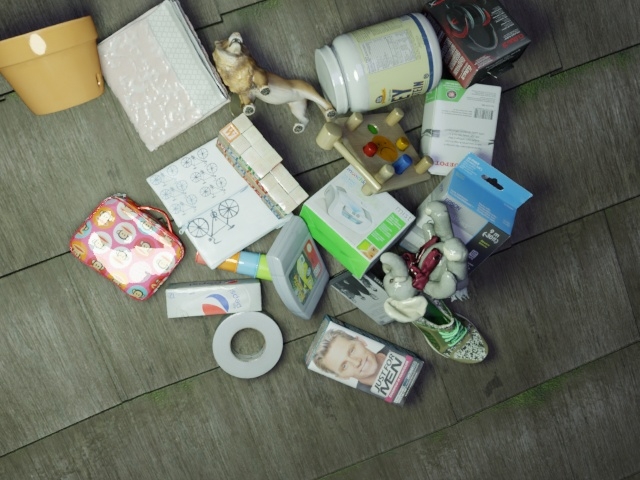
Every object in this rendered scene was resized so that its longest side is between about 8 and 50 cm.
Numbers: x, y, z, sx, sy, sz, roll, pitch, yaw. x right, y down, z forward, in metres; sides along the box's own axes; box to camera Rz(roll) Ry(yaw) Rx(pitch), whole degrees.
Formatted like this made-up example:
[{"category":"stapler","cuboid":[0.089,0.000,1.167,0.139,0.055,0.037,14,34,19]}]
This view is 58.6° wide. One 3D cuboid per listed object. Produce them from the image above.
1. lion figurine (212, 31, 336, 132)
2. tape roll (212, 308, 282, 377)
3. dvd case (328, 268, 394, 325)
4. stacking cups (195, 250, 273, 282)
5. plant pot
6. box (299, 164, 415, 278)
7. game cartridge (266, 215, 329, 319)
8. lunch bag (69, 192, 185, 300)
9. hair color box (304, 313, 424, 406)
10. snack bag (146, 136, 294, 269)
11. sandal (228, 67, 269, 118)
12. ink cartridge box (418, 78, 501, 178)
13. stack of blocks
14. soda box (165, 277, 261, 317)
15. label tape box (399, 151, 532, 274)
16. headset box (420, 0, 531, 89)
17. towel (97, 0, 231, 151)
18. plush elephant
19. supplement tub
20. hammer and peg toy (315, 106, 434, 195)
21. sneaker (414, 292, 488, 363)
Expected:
[{"category":"lion figurine","cuboid":[-0.130,-0.445,1.671,0.392,0.240,0.142,20,124,-36]},{"category":"tape roll","cuboid":[-0.232,0.322,1.818,0.220,0.072,0.219,-1,97,-9]},{"category":"dvd case","cuboid":[0.158,0.174,1.811,0.239,0.179,0.029,39,57,-12]},{"category":"stacking cups","cuboid":[-0.225,0.065,1.778,0.317,0.096,0.095,15,95,-9]},{"category":"plant pot","cuboid":[-0.724,-0.469,1.550,0.291,0.291,0.203,-19,115,-6]},{"category":"box","cuboid":[0.106,-0.061,1.715,0.262,0.126,0.231,43,62,10]},{"category":"game cartridge","cuboid":[-0.064,0.096,1.709,0.196,0.060,0.294,-59,142,-33]},{"category":"lunch bag","cuboid":[-0.558,0.006,1.703,0.293,0.120,0.258,41,89,-11]},{"category":"hair color box","cuboid":[0.141,0.393,1.867,0.348,0.105,0.173,25,93,-10]},{"category":"snack bag","cuboid":[-0.295,-0.124,1.725,0.323,0.037,0.342,-33,94,-14]},{"category":"sandal","cuboid":[-0.216,-0.451,1.731,0.072,0.049,0.180,39,89,-12]},{"category":"ink cartridge box","cuboid":[0.433,-0.346,1.806,0.211,0.121,0.288,5,97,-9]},{"category":"stack of blocks","cuboid":[-0.170,-0.207,1.658,0.087,0.171,0.297,-42,97,-14]},{"category":"soda box","cuboid":[-0.329,0.176,1.772,0.287,0.098,0.091,-3,98,-9]},{"category":"label tape box","cuboid":[0.447,-0.064,1.773,0.249,0.115,0.347,32,125,-11]},{"category":"headset box","cuboid":[0.465,-0.612,1.717,0.218,0.110,0.293,-30,79,-14]},{"category":"towel","cuboid":[-0.460,-0.468,1.634,0.317,0.053,0.331,-26,100,21]},{"category":"plush elephant","cuboid":[0.287,0.085,1.668,0.256,0.271,0.329,-16,130,6]},{"category":"supplement tub","cuboid":[0.167,-0.514,1.687,0.325,0.235,0.235,-19,100,-6]},{"category":"hammer and peg toy","cuboid":[0.149,-0.248,1.662,0.362,0.127,0.265,-18,73,-41]},{"category":"sneaker","cuboid":[0.397,0.280,1.851,0.410,0.182,0.158,38,90,-12]}]
